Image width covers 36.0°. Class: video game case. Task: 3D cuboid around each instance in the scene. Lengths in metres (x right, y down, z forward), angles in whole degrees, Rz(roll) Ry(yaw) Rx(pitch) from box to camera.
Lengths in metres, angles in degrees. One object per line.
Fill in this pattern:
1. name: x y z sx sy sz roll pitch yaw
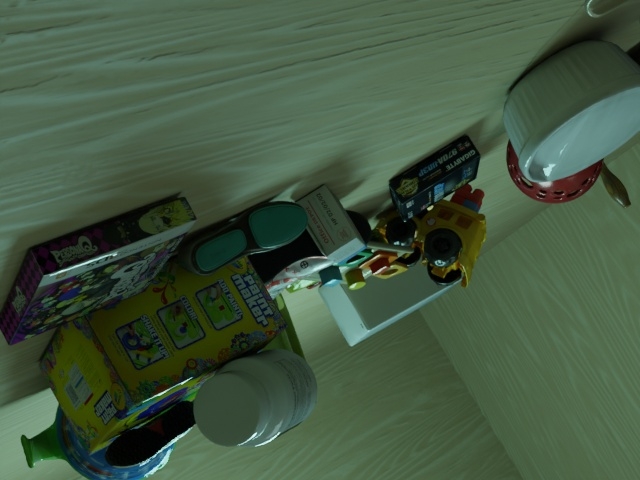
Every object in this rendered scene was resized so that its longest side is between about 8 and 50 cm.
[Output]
1. video game case: -0.285 0.040 1.243 0.210 0.042 0.232 -22 166 -35

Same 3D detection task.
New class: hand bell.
1. hand bell: 0.656 -0.181 2.319 0.126 0.242 0.126 -31 169 -6

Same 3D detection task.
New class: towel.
1. towel: 0.027 0.048 2.049 0.237 0.021 0.102 -24 150 9

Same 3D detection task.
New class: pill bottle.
1. pill bottle: -0.097 0.236 1.466 0.131 0.131 0.229 -34 170 13

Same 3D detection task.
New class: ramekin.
1. ramekin: 0.439 -0.228 1.699 0.273 0.127 0.273 -24 158 -10

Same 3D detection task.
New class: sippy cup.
1. sippy cup: -0.358 0.323 1.758 0.305 0.240 0.224 -53 -176 -16

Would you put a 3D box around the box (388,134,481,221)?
1. box: 0.222 -0.116 1.917 0.175 0.051 0.220 -31 170 1

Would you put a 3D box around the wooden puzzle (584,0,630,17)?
1. wooden puzzle: 0.459 -0.407 1.283 0.221 0.044 0.238 -29 165 -8

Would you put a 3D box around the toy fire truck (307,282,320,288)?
1. toy fire truck: 0.043 0.049 2.195 0.192 0.047 0.135 -31 171 -1

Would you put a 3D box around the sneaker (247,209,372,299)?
1. sneaker: -0.046 0.032 1.760 0.270 0.090 0.145 -24 169 -20

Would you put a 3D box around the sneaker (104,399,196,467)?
1. sneaker: -0.265 0.315 1.562 0.161 0.057 0.075 -30 165 -23

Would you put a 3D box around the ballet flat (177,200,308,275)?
1. ballet flat: -0.118 -0.008 1.470 0.213 0.072 0.068 -24 -165 -31

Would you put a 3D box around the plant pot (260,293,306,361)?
1. plant pot: -0.172 0.237 1.981 0.254 0.276 0.276 -19 169 0

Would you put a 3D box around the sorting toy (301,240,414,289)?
1. sorting toy: 0.068 0.056 1.983 0.348 0.047 0.196 8 151 -44

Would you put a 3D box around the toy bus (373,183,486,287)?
1. toy bus: 0.252 -0.034 2.112 0.211 0.220 0.149 -61 160 -15

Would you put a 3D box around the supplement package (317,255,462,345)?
1. supplement package: 0.172 0.111 2.492 0.293 0.175 0.177 -27 170 -21

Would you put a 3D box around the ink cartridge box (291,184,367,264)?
1. ink cartridge box: 0.017 -0.025 1.612 0.061 0.104 0.181 -32 170 5

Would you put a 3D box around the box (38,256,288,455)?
1. box: -0.253 0.165 1.547 0.279 0.177 0.290 -25 168 -34

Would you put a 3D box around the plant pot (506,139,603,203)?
1. plant pot: 0.458 -0.183 1.912 0.191 0.191 0.174 -31 163 1
